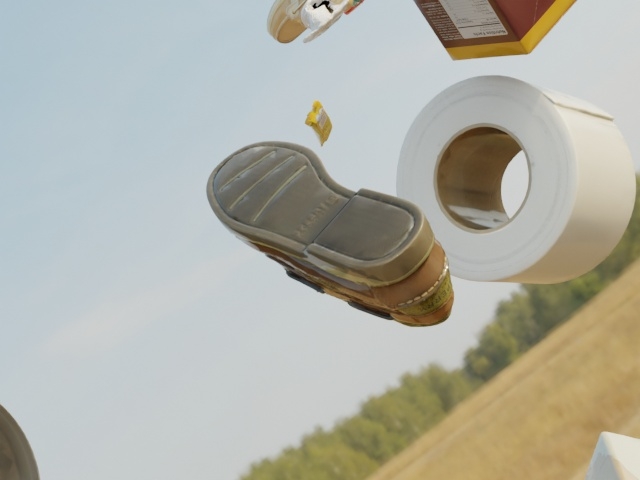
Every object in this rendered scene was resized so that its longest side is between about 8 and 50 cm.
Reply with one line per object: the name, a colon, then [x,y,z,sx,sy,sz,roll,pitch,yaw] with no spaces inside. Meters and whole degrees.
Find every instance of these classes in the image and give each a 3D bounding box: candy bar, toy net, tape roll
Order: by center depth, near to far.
toy net: [0.031,-0.302,1.486,0.232,0.045,0.122,-45,6,-37]
tape roll: [0.236,-0.069,1.498,0.246,0.246,0.169,-42,-26,28]
candy bar: [0.000,-0.165,1.749,0.161,0.018,0.040,40,-108,-81]

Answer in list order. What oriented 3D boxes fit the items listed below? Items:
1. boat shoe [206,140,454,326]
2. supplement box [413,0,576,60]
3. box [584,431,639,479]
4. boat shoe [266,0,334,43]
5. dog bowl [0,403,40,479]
boat shoe: [0.000,0.000,1.118,0.110,0.307,0.104,-41,-53,-12]
supplement box: [0.194,-0.335,1.366,0.191,0.194,0.129,-48,28,-21]
box: [0.306,0.298,1.081,0.311,0.121,0.148,-71,-5,-78]
boat shoe: [-0.008,-0.288,1.506,0.063,0.059,0.170,-13,-22,-39]
dog bowl: [-0.511,0.324,1.460,0.348,0.349,0.102,-30,16,-36]
